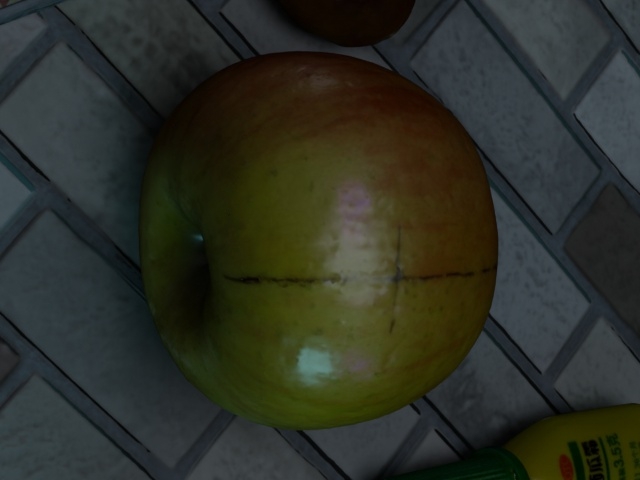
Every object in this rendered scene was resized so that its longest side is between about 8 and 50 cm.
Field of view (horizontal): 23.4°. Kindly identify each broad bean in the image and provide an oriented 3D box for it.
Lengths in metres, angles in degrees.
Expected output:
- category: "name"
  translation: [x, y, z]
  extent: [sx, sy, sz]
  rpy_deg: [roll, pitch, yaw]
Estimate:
- category: "broad bean"
  translation: [0.010, -0.226, 1.255]
  extent: [0.114, 0.084, 0.165]
  rpy_deg: [-43, 119, -5]

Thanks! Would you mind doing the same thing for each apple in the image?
- category: "apple"
  translation: [0.000, 0.000, 1.139]
  extent: [0.233, 0.286, 0.286]
  rpy_deg: [-6, 94, -30]

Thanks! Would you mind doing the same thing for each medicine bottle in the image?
- category: "medicine bottle"
  translation: [0.181, 0.215, 1.366]
  extent: [0.309, 0.076, 0.111]
  rpy_deg: [-5, 92, -29]

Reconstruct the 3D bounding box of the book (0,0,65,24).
- category: "book"
  translation: [-0.238, -0.242, 1.138]
  extent: [0.231, 0.026, 0.157]
  rpy_deg: [-27, 104, -28]
